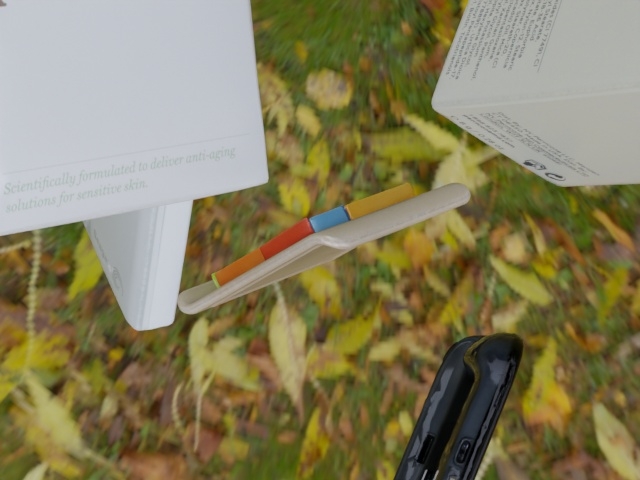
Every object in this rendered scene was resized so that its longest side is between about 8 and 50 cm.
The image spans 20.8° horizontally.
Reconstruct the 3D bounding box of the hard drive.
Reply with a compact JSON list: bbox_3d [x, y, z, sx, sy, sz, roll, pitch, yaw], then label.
[{"bbox_3d":[-0.139,-0.107,1.251,0.040,0.203,0.307,-12,143,-22],"label":"hard drive"}]

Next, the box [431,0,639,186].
[{"bbox_3d":[0.176,-0.091,0.732,0.094,0.275,0.113,30,76,-30],"label":"box"}]

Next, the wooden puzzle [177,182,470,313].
[{"bbox_3d":[0.000,0.000,1.725,0.239,0.221,0.044,-23,88,43],"label":"wooden puzzle"}]

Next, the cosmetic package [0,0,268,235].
[{"bbox_3d":[-0.224,-0.093,1.016,0.197,0.365,0.155,-12,101,-41],"label":"cosmetic package"}]

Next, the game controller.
[{"bbox_3d":[0.097,0.226,1.484,0.067,0.166,0.319,24,82,-10],"label":"game controller"}]
